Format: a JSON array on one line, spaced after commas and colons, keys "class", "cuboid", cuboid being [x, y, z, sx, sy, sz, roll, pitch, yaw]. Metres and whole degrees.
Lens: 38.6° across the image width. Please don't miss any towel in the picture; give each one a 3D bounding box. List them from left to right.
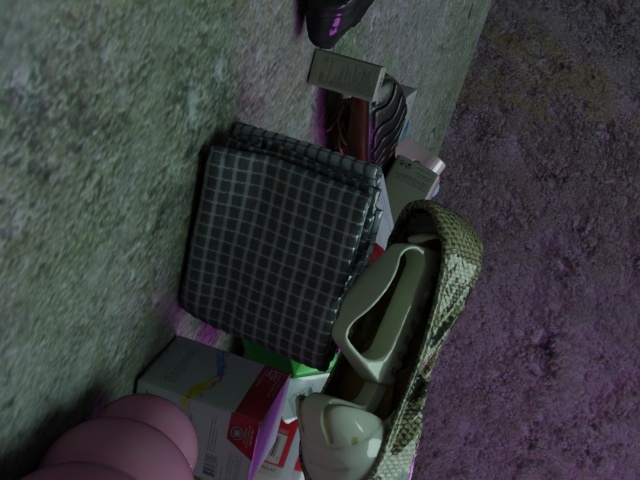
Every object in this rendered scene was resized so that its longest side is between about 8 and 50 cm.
[{"class": "towel", "cuboid": [-0.054, 0.009, 1.210, 0.121, 0.235, 0.283, -37, 144, -60]}]

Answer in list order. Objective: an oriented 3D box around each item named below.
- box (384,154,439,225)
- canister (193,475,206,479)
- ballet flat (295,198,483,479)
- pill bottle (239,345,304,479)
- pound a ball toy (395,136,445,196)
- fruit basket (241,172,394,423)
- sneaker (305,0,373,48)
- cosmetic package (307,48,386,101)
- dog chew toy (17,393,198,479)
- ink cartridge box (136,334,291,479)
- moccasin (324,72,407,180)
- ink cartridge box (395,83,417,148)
[{"class": "box", "cuboid": [0.130, -0.022, 1.791, 0.275, 0.094, 0.113, -61, 171, -3]}, {"class": "canister", "cuboid": [-0.171, 0.343, 1.462, 0.073, 0.126, 0.169, -4, 118, -29]}, {"class": "ballet flat", "cuboid": [0.064, 0.165, 1.169, 0.182, 0.164, 0.482, 35, 73, -48]}, {"class": "pill bottle", "cuboid": [-0.034, 0.235, 1.640, 0.229, 0.229, 0.407, 31, 78, -78]}, {"class": "pound a ball toy", "cuboid": [0.146, -0.067, 2.014, 0.319, 0.136, 0.208, -53, 176, -2]}, {"class": "fruit basket", "cuboid": [0.015, 0.079, 1.475, 0.353, 0.165, 0.327, -22, 101, -49]}, {"class": "sneaker", "cuboid": [0.051, -0.404, 1.402, 0.286, 0.109, 0.130, -52, 165, -33]}, {"class": "cosmetic package", "cuboid": [0.043, -0.270, 1.492, 0.041, 0.115, 0.060, -38, 146, -71]}, {"class": "dog chew toy", "cuboid": [-0.227, 0.285, 0.972, 0.332, 0.207, 0.206, -67, 171, -61]}, {"class": "ink cartridge box", "cuboid": [-0.151, 0.233, 1.249, 0.127, 0.176, 0.128, -55, 160, -61]}, {"class": "moccasin", "cuboid": [0.077, -0.213, 1.722, 0.139, 0.147, 0.380, -54, 169, -9]}, {"class": "ink cartridge box", "cuboid": [0.136, -0.259, 2.006, 0.231, 0.078, 0.134, -46, 152, -62]}]
